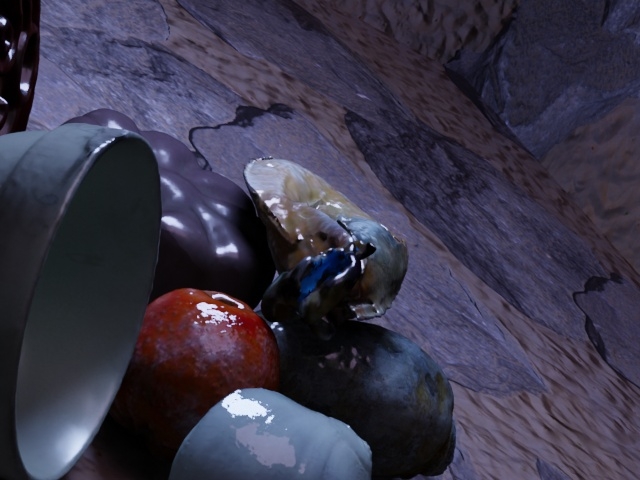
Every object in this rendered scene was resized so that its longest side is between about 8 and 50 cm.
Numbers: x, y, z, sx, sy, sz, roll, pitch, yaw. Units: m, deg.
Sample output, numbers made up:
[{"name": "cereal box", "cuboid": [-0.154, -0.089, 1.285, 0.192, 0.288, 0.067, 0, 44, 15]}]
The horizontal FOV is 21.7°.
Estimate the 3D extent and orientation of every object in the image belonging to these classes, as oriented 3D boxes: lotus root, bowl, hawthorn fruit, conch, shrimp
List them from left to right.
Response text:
[{"name": "bowl", "cuboid": [-0.256, 0.043, 1.397, 0.163, 0.307, 0.307, 12, 13, 12]}, {"name": "hawthorn fruit", "cuboid": [-0.119, 0.126, 1.597, 0.173, 0.173, 0.173, 34, 18, -12]}, {"name": "conch", "cuboid": [-0.040, 0.225, 1.525, 0.221, 0.121, 0.185, -1, 76, -48]}, {"name": "shrimp", "cuboid": [0.000, 0.000, 1.795, 0.221, 0.110, 0.446, 38, 12, -6]}, {"name": "lotus root", "cuboid": [0.009, 0.156, 1.803, 0.349, 0.175, 0.175, 22, 23, -35]}]

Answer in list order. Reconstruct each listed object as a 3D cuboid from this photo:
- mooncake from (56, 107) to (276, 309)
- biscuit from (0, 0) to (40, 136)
[{"name": "mooncake", "cuboid": [-0.189, -0.009, 1.851, 0.306, 0.154, 0.306, 32, 20, -13]}, {"name": "biscuit", "cuboid": [-0.334, -0.145, 1.500, 0.091, 0.407, 0.407, 11, 16, 7]}]
